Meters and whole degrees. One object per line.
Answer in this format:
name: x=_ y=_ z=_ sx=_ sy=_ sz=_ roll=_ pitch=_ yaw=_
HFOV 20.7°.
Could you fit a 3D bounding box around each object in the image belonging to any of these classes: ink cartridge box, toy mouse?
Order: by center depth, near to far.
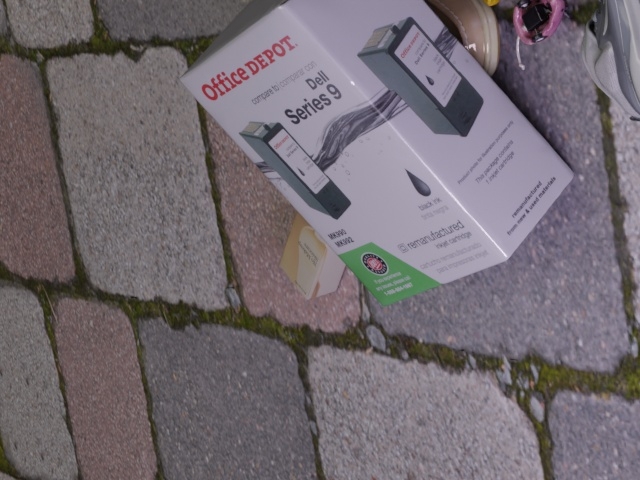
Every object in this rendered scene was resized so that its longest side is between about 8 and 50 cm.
toy mouse: x=0.183 y=-0.223 z=1.457 sx=0.143 sy=0.031 sz=0.161 roll=4 pitch=107 yaw=56
ink cartridge box: x=0.043 y=-0.101 z=1.532 sx=0.289 sy=0.121 sz=0.211 roll=47 pitch=149 yaw=-10

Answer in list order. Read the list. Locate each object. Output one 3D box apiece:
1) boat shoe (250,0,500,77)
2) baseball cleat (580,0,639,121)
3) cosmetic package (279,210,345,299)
boat shoe: x=0.044 y=-0.205 z=1.611 sx=0.302 sy=0.098 sz=0.109 roll=31 pitch=128 yaw=47
baseball cleat: x=0.231 y=-0.193 z=1.363 sx=0.109 sy=0.072 sz=0.205 roll=-6 pitch=95 yaw=64
cosmetic package: x=0.000 y=0.000 z=1.819 sx=0.060 sy=0.041 sz=0.115 roll=51 pitch=141 yaw=31
